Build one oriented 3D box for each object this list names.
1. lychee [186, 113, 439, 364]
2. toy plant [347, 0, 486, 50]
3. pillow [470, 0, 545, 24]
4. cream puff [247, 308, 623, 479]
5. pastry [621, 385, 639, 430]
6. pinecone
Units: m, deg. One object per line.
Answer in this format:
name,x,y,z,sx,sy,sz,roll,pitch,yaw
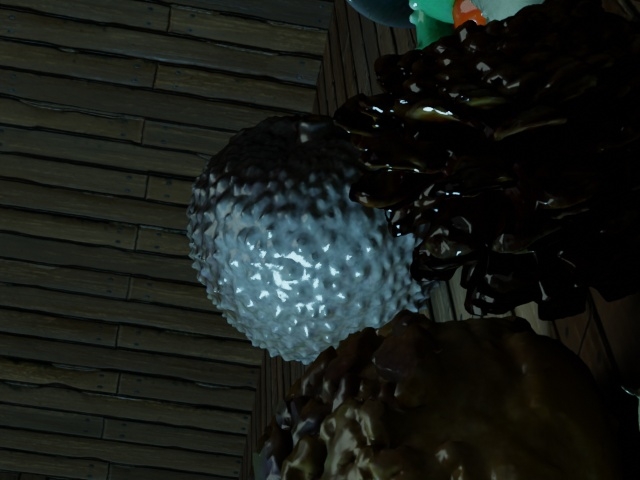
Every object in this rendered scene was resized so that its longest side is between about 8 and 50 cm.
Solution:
lychee,-0.002,0.000,1.676,0.300,0.300,0.300,-172,90,-83
toy plant,0.106,-0.312,1.604,0.279,0.185,0.400,-59,20,11
pillow,0.181,-0.247,1.315,0.134,0.078,0.181,-95,18,-51
cream puff,0.063,0.197,1.051,0.343,0.231,0.327,-107,19,-71
pastry,0.183,0.097,0.592,0.088,0.166,0.166,-36,14,5
pinecone,0.131,-0.046,0.993,0.221,0.222,0.221,-172,90,-83
